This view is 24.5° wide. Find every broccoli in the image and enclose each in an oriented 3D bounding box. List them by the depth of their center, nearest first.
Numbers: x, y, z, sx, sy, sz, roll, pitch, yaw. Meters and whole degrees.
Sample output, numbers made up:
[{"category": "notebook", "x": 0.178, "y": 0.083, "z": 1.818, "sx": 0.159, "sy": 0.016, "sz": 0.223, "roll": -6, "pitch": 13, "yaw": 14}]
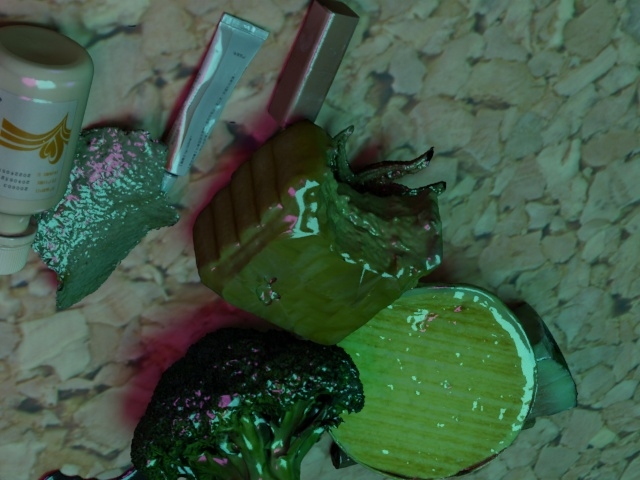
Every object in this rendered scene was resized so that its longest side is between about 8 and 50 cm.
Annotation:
[{"category": "broccoli", "x": -0.067, "y": 0.241, "z": 1.776, "sx": 0.297, "sy": 0.297, "sz": 0.297, "roll": -25, "pitch": 164, "yaw": -8}]

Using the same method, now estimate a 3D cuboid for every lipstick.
[{"category": "lipstick", "x": -0.009, "y": -0.194, "z": 1.632, "sx": 0.045, "sy": 0.045, "sz": 0.145, "roll": 7, "pitch": 119, "yaw": -35}]

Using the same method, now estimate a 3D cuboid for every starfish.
[{"category": "starfish", "x": 0.043, "y": -0.050, "z": 1.775, "sx": 0.238, "sy": 0.057, "sz": 0.213, "roll": -28, "pitch": 132, "yaw": 16}]

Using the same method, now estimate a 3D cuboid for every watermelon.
[{"category": "watermelon", "x": 0.215, "y": 0.197, "z": 2.042, "sx": 0.257, "sy": 0.140, "sz": 0.193, "roll": -25, "pitch": 139, "yaw": 0}]

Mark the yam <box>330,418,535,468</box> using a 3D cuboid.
[{"category": "yam", "x": 0.164, "y": 0.280, "z": 2.119, "sx": 0.327, "sy": 0.045, "sz": 0.045, "roll": -8, "pitch": 159, "yaw": -26}]

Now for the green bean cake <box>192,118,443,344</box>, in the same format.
[{"category": "green bean cake", "x": 0.000, "y": 0.000, "z": 1.687, "sx": 0.236, "sy": 0.124, "sz": 0.233, "roll": 27, "pitch": 125, "yaw": -33}]

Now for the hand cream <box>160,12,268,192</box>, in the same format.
[{"category": "hand cream", "x": -0.132, "y": -0.144, "z": 1.605, "sx": 0.216, "sy": 0.038, "sz": 0.052, "roll": -61, "pitch": 156, "yaw": 13}]

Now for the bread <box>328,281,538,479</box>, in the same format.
[{"category": "bread", "x": 0.137, "y": 0.185, "z": 1.929, "sx": 0.301, "sy": 0.045, "sz": 0.301, "roll": 1, "pitch": 108, "yaw": 4}]

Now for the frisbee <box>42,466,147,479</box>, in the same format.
[{"category": "frisbee", "x": -0.261, "y": 0.340, "z": 1.917, "sx": 0.211, "sy": 0.012, "sz": 0.187, "roll": -19, "pitch": 133, "yaw": -20}]

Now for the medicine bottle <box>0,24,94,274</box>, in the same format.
[{"category": "medicine bottle", "x": -0.306, "y": -0.084, "z": 1.482, "sx": 0.114, "sy": 0.114, "sz": 0.252, "roll": -1, "pitch": 126, "yaw": -32}]

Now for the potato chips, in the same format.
[{"category": "potato chips", "x": -0.238, "y": -0.018, "z": 1.613, "sx": 0.167, "sy": 0.059, "sz": 0.228, "roll": -17, "pitch": 131, "yaw": -16}]
